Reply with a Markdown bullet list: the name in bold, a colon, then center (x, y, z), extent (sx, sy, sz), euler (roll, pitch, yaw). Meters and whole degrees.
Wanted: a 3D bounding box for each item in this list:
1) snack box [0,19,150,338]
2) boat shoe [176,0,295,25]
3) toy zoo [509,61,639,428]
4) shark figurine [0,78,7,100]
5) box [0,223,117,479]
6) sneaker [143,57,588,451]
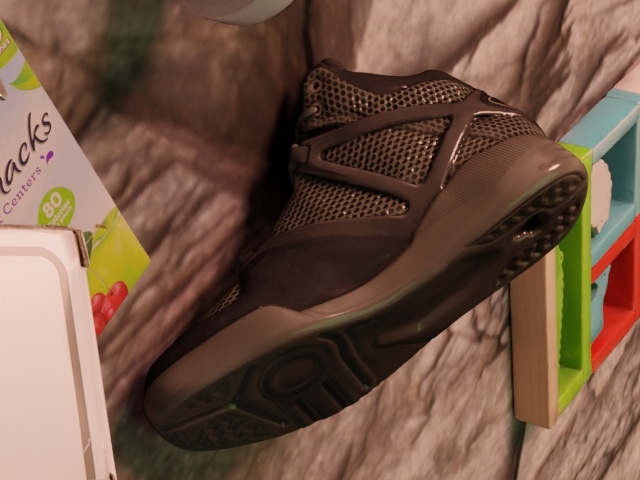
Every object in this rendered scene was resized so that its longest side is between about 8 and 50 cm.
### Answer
- **snack box**: center (-0.125, -0.001, 0.509), extent (0.100, 0.037, 0.141), euler (-58, 145, -27)
- **boat shoe**: center (0.004, -0.211, 0.577), extent (0.088, 0.096, 0.267), euler (15, 82, -54)
- **toy zoo**: center (0.221, -0.020, 1.055), extent (0.293, 0.030, 0.192), euler (-40, 134, -43)
- **shark figurine**: center (-0.130, -0.170, 0.342), extent (0.166, 0.116, 0.278), euler (4, 129, -16)
- **box**: center (-0.179, 0.084, 0.273), extent (0.290, 0.087, 0.169), euler (0, 74, -40)
- **sneaker**: center (0.000, 0.000, 0.678), extent (0.227, 0.130, 0.087), euler (-37, 145, -6)
